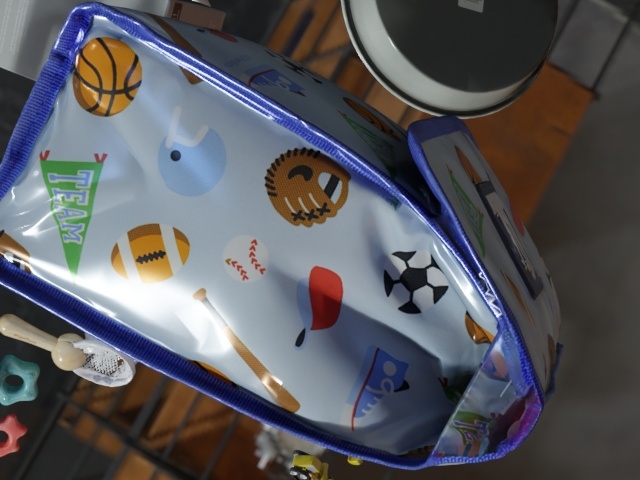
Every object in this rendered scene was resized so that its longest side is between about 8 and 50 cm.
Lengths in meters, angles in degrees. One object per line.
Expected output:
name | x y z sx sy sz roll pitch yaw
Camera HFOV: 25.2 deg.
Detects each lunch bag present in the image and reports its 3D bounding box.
lunch bag | 0.000 0.000 1.025 0.385 0.239 0.328 31 -169 8

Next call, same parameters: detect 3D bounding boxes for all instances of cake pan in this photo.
cake pan | 0.168 -0.296 1.747 0.293 0.293 0.054 31 162 -15

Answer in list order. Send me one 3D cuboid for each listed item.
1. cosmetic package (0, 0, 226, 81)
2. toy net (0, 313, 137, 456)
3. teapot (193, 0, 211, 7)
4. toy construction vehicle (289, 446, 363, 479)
cosmetic package | -0.224 -0.206 1.429 0.238 0.127 0.107 24 -167 27
toy net | -0.222 0.112 1.107 0.045 0.232 0.122 -109 4 -65
teapot | -0.159 -0.389 1.750 0.187 0.252 0.256 37 175 5
toy construction vehicle | 0.012 0.215 1.398 0.035 0.086 0.098 -11 134 26
